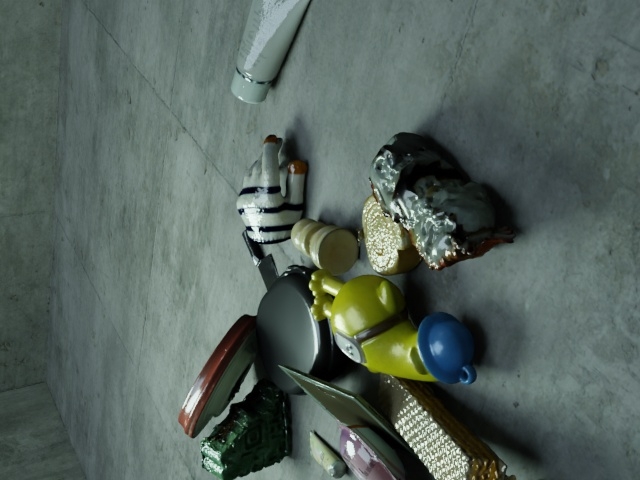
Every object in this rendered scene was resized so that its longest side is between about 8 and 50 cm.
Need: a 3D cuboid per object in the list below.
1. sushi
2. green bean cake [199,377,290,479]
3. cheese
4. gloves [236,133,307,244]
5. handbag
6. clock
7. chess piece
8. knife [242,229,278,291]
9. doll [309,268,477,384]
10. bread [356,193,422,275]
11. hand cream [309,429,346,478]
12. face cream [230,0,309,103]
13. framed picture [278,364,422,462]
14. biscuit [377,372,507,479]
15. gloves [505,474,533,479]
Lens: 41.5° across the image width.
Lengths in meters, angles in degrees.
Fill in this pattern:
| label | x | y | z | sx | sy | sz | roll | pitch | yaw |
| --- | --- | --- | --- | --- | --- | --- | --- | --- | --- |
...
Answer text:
| label | x | y | z | sx | sy | sz | roll | pitch | yaw |
| --- | --- | --- | --- | --- | --- | --- | --- | --- | --- |
| sushi | 0.171 | -0.066 | 1.333 | 0.332 | 0.124 | 0.130 | 55 | 148 | 39 |
| green bean cake | -0.174 | 0.441 | 1.953 | 0.107 | 0.208 | 0.193 | 21 | 118 | 52 |
| cheese | 0.124 | 0.435 | 1.550 | 0.286 | 0.074 | 0.189 | 42 | 165 | 27 |
| gloves | -0.110 | -0.110 | 1.783 | 0.140 | 0.131 | 0.218 | 21 | 124 | 52 |
| handbag | -0.037 | 0.188 | 1.772 | 0.308 | 0.093 | 0.253 | -46 | 58 | 53 |
| clock | -0.213 | 0.311 | 1.933 | 0.080 | 0.318 | 0.318 | 31 | 134 | 6 |
| chess piece | 0.000 | 0.000 | 1.679 | 0.170 | 0.094 | 0.094 | -147 | 55 | -60 |
| knife | -0.123 | 0.069 | 1.950 | 0.060 | 0.028 | 0.230 | -41 | 64 | 41 |
| doll | 0.124 | 0.160 | 1.457 | 0.363 | 0.145 | 0.199 | 26 | 131 | 42 |
| bread | 0.124 | -0.014 | 1.473 | 0.122 | 0.073 | 0.149 | -14 | 87 | 58 |
| hand cream | 0.008 | 0.466 | 1.827 | 0.143 | 0.039 | 0.061 | 24 | 120 | 59 |
| face cream | -0.107 | -0.428 | 1.730 | 0.143 | 0.089 | 0.314 | 41 | 132 | 20 |
| framed picture | 0.054 | 0.322 | 1.607 | 0.216 | 0.016 | 0.273 | 47 | 160 | -28 |
| biscuit | 0.184 | 0.315 | 1.401 | 0.379 | 0.054 | 0.094 | -137 | 52 | -65 |
| gloves | 0.293 | 0.414 | 1.288 | 0.144 | 0.094 | 0.110 | -18 | 60 | 64 |
